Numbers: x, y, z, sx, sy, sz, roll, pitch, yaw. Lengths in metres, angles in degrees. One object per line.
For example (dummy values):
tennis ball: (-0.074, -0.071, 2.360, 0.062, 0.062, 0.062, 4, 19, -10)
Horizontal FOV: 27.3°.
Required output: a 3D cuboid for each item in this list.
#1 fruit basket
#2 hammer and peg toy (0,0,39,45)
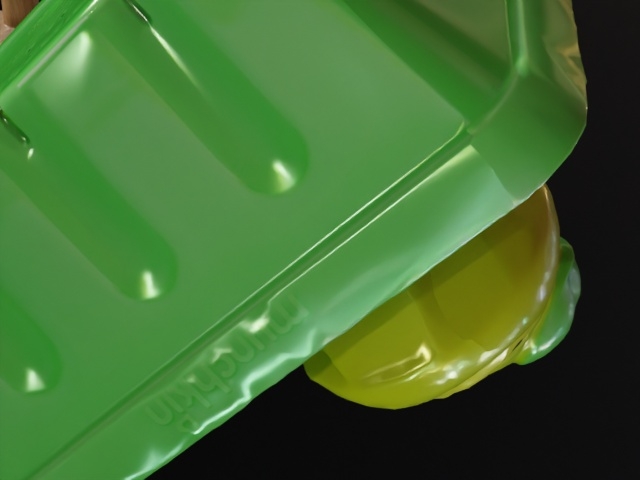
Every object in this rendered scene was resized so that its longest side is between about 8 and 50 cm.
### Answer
fruit basket: (0.000, 0.000, 0.682, 0.392, 0.392, 0.283, 51, -155, -25)
hammer and peg toy: (-0.387, -0.182, 1.273, 0.361, 0.266, 0.127, -112, 20, -57)
